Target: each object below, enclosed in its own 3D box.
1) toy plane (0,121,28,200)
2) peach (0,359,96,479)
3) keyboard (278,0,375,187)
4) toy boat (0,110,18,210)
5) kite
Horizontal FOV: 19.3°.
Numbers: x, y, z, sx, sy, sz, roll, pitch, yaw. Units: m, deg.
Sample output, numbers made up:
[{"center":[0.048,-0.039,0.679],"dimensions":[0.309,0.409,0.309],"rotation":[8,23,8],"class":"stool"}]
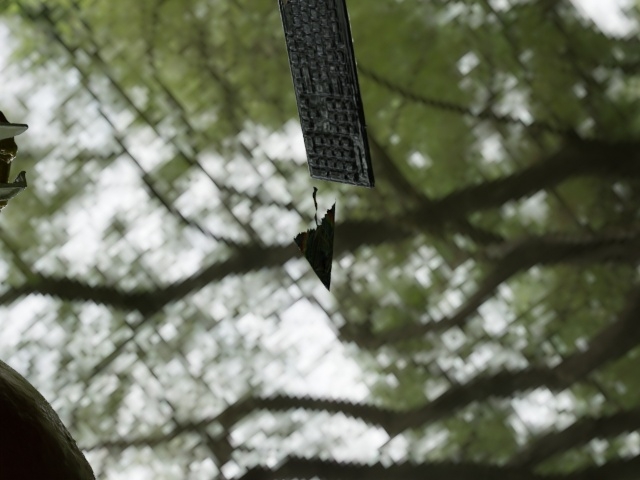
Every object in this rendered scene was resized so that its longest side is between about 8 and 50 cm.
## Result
[{"center":[-0.345,-0.041,1.452],"dimensions":[0.229,0.244,0.092],"rotation":[18,-136,-48],"class":"toy plane"},{"center":[-0.271,0.188,1.178],"dimensions":[0.281,0.238,0.281],"rotation":[9,-140,-8],"class":"peach"},{"center":[0.000,-0.131,1.287],"dimensions":[0.010,0.063,0.198],"rotation":[-32,-60,-42],"class":"keyboard"},{"center":[-0.363,0.006,1.559],"dimensions":[0.141,0.318,0.099],"rotation":[47,-171,8],"class":"toy boat"},{"center":[0.000,0.000,1.548],"dimensions":[0.122,0.004,0.090],"rotation":[-32,-65,-69],"class":"kite"}]
